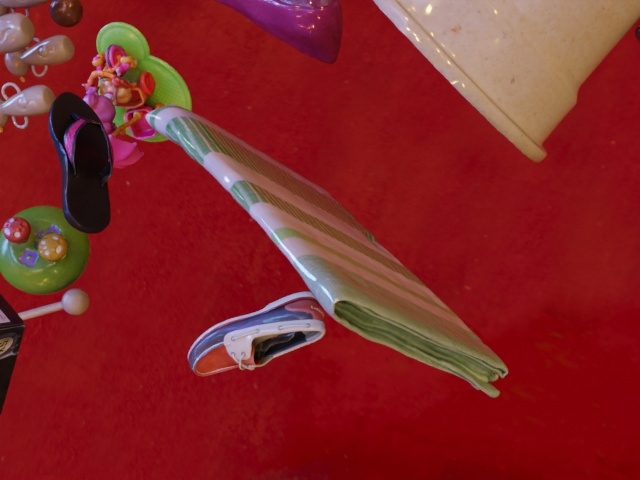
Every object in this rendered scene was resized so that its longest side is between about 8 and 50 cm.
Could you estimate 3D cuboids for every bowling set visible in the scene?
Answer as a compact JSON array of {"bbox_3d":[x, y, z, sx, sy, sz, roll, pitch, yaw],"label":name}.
[{"bbox_3d":[-0.479,-0.324,1.354,0.154,0.200,0.286,-9,102,24],"label":"bowling set"}]

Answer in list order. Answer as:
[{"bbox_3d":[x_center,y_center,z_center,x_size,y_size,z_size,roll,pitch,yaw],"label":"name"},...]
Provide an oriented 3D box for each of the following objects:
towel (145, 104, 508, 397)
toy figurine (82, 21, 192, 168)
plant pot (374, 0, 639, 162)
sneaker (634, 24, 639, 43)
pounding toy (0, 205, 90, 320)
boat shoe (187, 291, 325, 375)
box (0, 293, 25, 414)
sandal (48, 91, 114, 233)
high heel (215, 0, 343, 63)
[{"bbox_3d":[0.000,0.000,0.733,0.248,0.325,0.038,29,103,-45],"label":"towel"},{"bbox_3d":[-0.253,-0.164,1.069,0.130,0.159,0.173,-7,123,17],"label":"toy figurine"},{"bbox_3d":[0.189,-0.290,0.724,0.334,0.334,0.305,41,108,-19],"label":"plant pot"},{"bbox_3d":[0.425,-0.251,0.801,0.281,0.106,0.162,-35,68,13],"label":"sneaker"},{"bbox_3d":[-0.545,0.031,1.657,0.183,0.110,0.236,-8,74,-8],"label":"pounding toy"},{"bbox_3d":[-0.058,0.093,0.772,0.137,0.043,0.049,-25,138,9],"label":"boat shoe"},{"bbox_3d":[-0.466,0.120,1.087,0.078,0.180,0.147,-5,125,-49],"label":"box"},{"bbox_3d":[-0.243,-0.089,0.898,0.067,0.179,0.040,13,138,-39],"label":"sandal"},{"bbox_3d":[-0.143,-0.366,1.314,0.127,0.377,0.181,-45,138,-40],"label":"high heel"}]
